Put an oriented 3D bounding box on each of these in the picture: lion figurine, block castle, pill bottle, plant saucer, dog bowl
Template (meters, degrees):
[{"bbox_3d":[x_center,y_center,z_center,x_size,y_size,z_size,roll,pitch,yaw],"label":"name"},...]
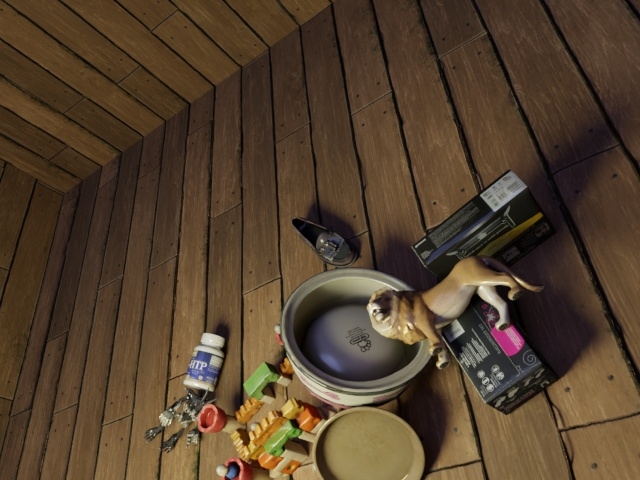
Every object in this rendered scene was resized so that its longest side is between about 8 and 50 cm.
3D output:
[{"bbox_3d":[0.307,0.140,1.315,0.392,0.142,0.240,-32,44,9],"label":"lion figurine"},{"bbox_3d":[-0.147,0.484,1.616,0.453,0.213,0.303,-48,44,6],"label":"block castle"},{"bbox_3d":[-0.403,0.429,1.939,0.112,0.112,0.186,-5,61,38],"label":"pill bottle"},{"bbox_3d":[0.119,0.532,1.369,0.278,0.278,0.041,-39,5,15],"label":"plant saucer"},{"bbox_3d":[0.096,0.266,1.470,0.409,0.150,0.407,1,44,-1],"label":"dog bowl"}]

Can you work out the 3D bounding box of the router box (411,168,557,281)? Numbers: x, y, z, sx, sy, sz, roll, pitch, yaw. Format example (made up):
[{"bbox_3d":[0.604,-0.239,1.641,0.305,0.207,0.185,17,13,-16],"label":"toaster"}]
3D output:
[{"bbox_3d":[0.425,-0.004,1.415,0.309,0.243,0.081,-39,46,14],"label":"router box"}]

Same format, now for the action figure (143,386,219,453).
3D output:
[{"bbox_3d":[-0.461,0.612,1.846,0.276,0.164,0.141,-43,7,18],"label":"action figure"}]

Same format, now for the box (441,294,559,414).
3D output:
[{"bbox_3d":[0.419,0.265,1.327,0.163,0.142,0.247,-42,44,14],"label":"box"}]

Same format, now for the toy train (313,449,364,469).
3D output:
[{"bbox_3d":[0.070,0.576,1.460,0.166,0.125,0.046,-27,88,21],"label":"toy train"}]

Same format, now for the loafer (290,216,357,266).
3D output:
[{"bbox_3d":[0.000,0.000,1.876,0.303,0.095,0.109,32,87,46],"label":"loafer"}]
